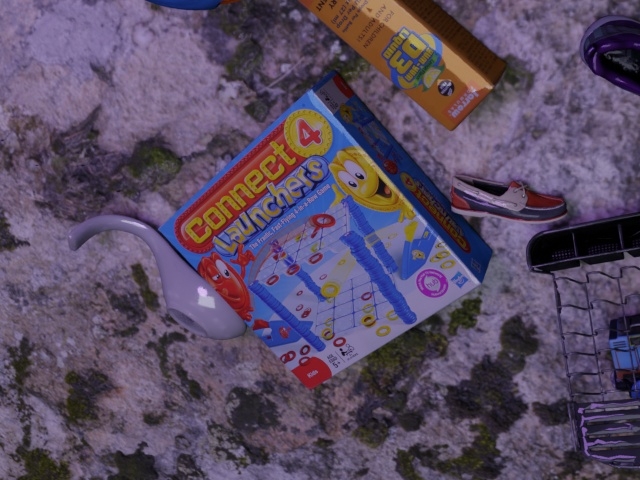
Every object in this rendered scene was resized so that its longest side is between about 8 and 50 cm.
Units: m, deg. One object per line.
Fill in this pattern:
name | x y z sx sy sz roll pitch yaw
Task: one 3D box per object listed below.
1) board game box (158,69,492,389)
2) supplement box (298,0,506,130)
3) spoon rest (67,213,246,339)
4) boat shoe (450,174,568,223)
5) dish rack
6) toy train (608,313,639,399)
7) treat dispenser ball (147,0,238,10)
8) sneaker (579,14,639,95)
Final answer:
board game box | 0.000 0.000 1.001 0.302 0.086 0.308 47 122 -7
supplement box | 0.088 -0.228 0.856 0.233 0.080 0.078 39 125 -4
spoon rest | -0.218 0.049 1.109 0.276 0.084 0.137 34 156 -2
boat shoe | 0.219 -0.050 0.917 0.137 0.049 0.043 8 116 22
dish rack | 0.352 0.109 0.859 0.208 0.074 0.271 -12 73 27
toy train | 0.429 0.133 0.913 0.184 0.080 0.105 -12 105 26
treat dispenser ball | -0.123 -0.366 0.739 0.288 0.288 0.288 9 119 17
sneaker | 0.363 -0.150 0.777 0.224 0.098 0.083 22 122 10
